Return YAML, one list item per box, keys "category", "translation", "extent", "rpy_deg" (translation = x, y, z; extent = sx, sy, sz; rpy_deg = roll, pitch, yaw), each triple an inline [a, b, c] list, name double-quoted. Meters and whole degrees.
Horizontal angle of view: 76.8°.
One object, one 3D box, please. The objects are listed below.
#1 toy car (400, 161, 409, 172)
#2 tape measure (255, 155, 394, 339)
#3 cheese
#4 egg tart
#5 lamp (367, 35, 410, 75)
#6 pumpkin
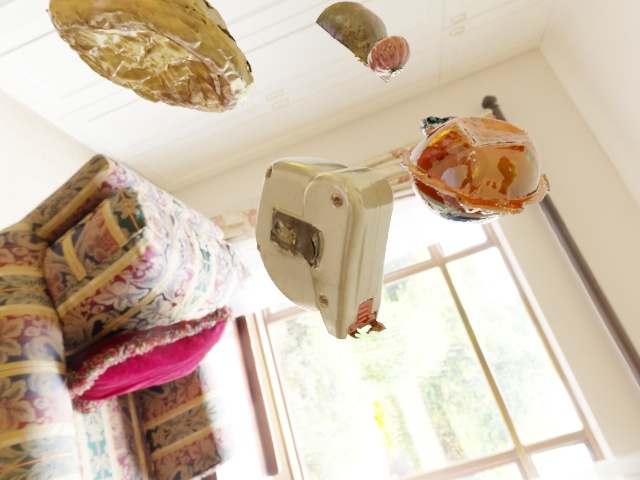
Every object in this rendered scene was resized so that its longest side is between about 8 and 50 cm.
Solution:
- category: "toy car"
  translation: [0.232, -0.192, 1.022]
  extent: [0.041, 0.025, 0.093]
  rpy_deg: [44, -3, -8]
- category: "tape measure"
  translation: [0.000, 0.000, 0.674]
  extent: [0.130, 0.265, 0.257]
  rpy_deg: [-20, 122, -44]
- category: "cheese"
  translation: [0.231, -0.133, 0.637]
  extent: [0.329, 0.217, 0.129]
  rpy_deg: [-85, -178, -55]
- category: "egg tart"
  translation: [-0.267, -0.336, 0.682]
  extent: [0.341, 0.342, 0.128]
  rpy_deg: [33, 64, -79]
- category: "lamp"
  translation: [0.170, -0.458, 1.002]
  extent: [0.107, 0.108, 0.092]
  rpy_deg: [-21, 87, -83]
- category: "pumpkin"
  translation: [0.157, -0.624, 1.258]
  extent: [0.313, 0.148, 0.169]
  rpy_deg: [14, 29, -42]
